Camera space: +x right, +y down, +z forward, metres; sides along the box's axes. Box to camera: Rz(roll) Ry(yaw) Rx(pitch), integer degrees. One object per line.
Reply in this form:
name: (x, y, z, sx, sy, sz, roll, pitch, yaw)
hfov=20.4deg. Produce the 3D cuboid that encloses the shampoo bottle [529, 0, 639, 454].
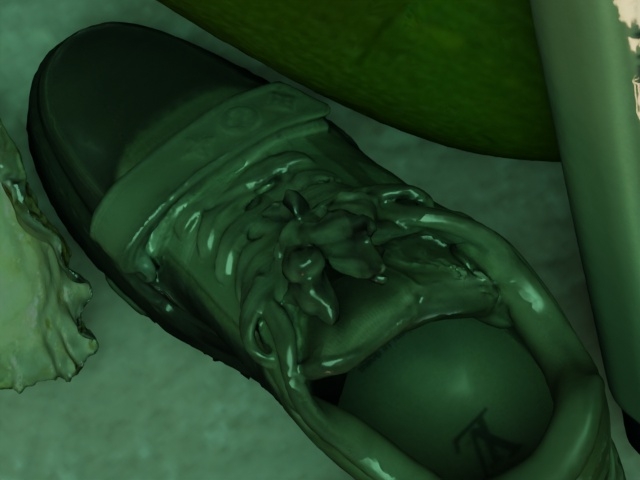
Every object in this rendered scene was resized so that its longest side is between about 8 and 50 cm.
shampoo bottle: (0.143, -0.050, 0.605, 0.134, 0.078, 0.359, -36, 139, -13)

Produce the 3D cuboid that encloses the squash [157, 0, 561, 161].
squash: (0.036, -0.161, 0.655, 0.309, 0.210, 0.233, 23, 127, -36)

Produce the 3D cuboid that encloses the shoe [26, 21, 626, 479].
shoe: (-0.002, 0.002, 0.635, 0.293, 0.149, 0.109, 43, 77, 14)

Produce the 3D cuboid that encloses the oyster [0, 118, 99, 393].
oyster: (-0.140, -0.002, 0.713, 0.146, 0.045, 0.121, 33, 113, 18)
